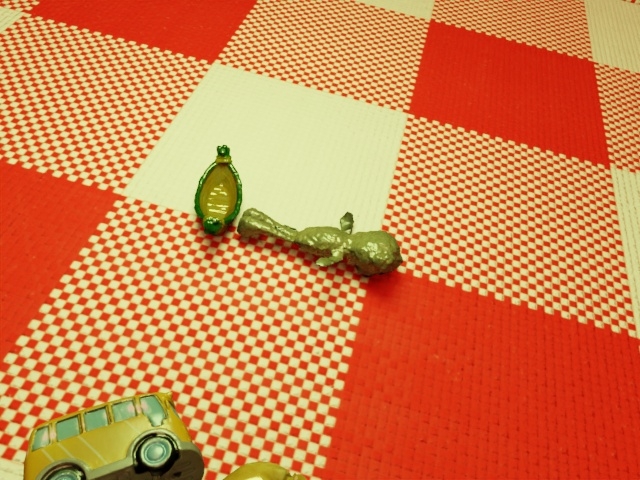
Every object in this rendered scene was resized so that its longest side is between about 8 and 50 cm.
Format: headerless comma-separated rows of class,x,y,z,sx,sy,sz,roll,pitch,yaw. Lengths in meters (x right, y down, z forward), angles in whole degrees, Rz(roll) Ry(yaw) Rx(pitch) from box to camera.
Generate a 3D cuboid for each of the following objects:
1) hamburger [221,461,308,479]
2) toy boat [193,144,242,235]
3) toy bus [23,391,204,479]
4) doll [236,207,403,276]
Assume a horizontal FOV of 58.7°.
hamburger,-0.095,0.385,0.549,0.174,0.284,0.304,30,55,13
toy boat,-0.190,-0.082,1.063,0.089,0.088,0.229,5,49,-8
toy bus,-0.264,0.277,0.721,0.210,0.126,0.136,-13,45,-21
doll,0.000,0.004,1.027,0.286,0.091,0.202,7,15,-19
